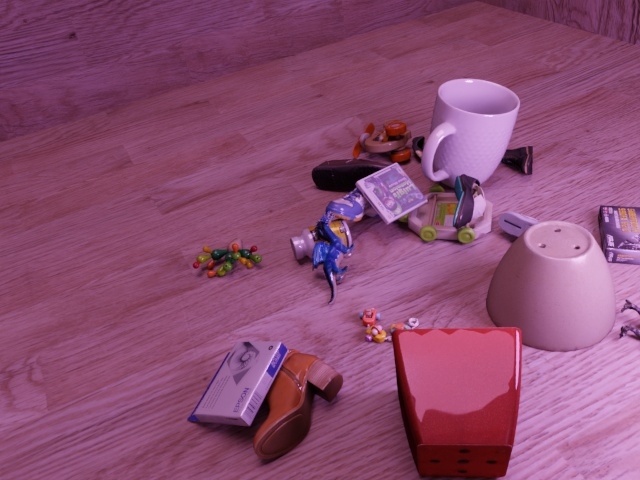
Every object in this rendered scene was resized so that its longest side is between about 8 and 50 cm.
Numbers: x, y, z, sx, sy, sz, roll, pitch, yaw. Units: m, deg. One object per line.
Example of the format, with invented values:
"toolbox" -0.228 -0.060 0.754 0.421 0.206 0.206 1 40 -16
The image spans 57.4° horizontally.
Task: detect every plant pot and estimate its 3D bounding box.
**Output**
"plant pot" 0.294 0.356 1.244 0.268 0.267 0.235 -3 48 9

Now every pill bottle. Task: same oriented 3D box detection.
"pill bottle" 0.000 0.000 1.896 0.184 0.103 0.103 -18 37 -11

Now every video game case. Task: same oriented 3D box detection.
"video game case" 0.235 -0.158 1.924 0.191 0.022 0.173 -28 74 -32

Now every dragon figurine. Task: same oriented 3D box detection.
"dragon figurine" 0.017 0.055 1.784 0.144 0.085 0.288 17 71 2

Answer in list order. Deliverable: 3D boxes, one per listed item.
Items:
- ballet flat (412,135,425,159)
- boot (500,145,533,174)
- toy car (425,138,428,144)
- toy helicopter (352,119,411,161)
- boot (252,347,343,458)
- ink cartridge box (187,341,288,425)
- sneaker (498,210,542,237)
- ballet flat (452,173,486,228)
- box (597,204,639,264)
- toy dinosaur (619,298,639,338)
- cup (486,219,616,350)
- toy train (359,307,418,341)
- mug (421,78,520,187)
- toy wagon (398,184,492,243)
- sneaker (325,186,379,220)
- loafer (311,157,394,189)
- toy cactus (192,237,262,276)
"ballet flat" 0.399 -0.378 2.351 0.049 0.057 0.173 -29 28 22
"boot" 0.716 -0.292 2.172 0.137 0.076 0.198 0 24 20
"toy car" 0.512 -0.378 2.335 0.239 0.053 0.225 -32 42 -28
"toy helicopter" 0.264 -0.432 2.434 0.235 0.140 0.355 -6 25 19
"boot" -0.109 0.375 1.420 0.220 0.109 0.283 18 53 40
"ink cartridge box" -0.214 0.346 1.442 0.224 0.045 0.223 -11 37 37
"sneaker" 0.668 -0.022 1.786 0.091 0.094 0.258 0 29 -34
"ballet flat" 0.477 -0.129 1.865 0.096 0.095 0.280 11 39 7
"box" 0.944 -0.018 1.757 0.183 0.056 0.231 4 39 18
"toy dinosaur" 0.822 0.211 1.475 0.118 0.064 0.268 15 40 8
"cup" 0.611 0.088 1.536 0.332 0.236 0.331 -6 36 5
"toy train" 0.181 0.225 1.604 0.167 0.046 0.125 5 39 19
"mug" 0.484 -0.339 2.030 0.374 0.327 0.276 -29 50 -33
"toy wagon" 0.396 -0.090 1.964 0.345 0.068 0.267 3 38 17
"sneaker" 0.126 -0.144 1.954 0.112 0.130 0.297 27 24 32
"loafer" 0.150 -0.261 2.188 0.366 0.133 0.130 9 40 23
"toy cactus" -0.299 0.039 1.925 0.219 0.112 0.180 -11 26 11
